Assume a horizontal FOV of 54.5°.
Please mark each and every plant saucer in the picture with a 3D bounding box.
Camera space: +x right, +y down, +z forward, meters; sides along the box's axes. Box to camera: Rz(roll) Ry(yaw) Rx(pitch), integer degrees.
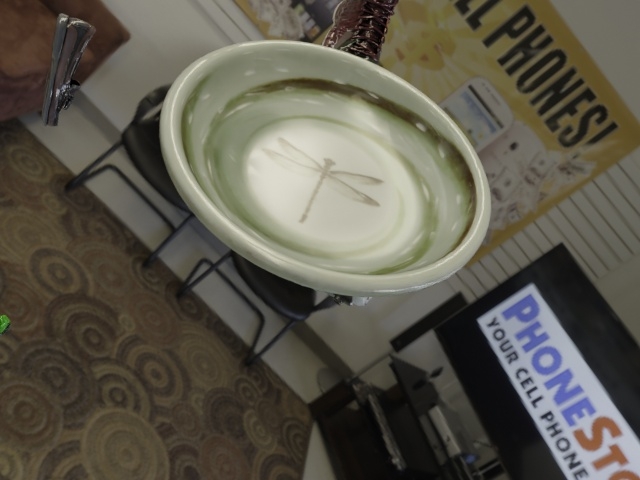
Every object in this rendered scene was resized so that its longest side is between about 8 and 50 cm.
[{"bbox_3d":[0.005,-0.082,0.754,0.401,0.100,0.400,11,48,-13],"label":"plant saucer"}]

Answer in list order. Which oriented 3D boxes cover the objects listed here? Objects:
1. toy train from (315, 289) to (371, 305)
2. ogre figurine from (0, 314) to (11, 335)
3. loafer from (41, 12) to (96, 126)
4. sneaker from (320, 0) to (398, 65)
[{"bbox_3d":[0.000,0.000,1.196,0.334,0.190,0.142,29,-22,30],"label":"toy train"},{"bbox_3d":[-0.727,0.219,1.246,0.097,0.118,0.197,39,29,-11],"label":"ogre figurine"},{"bbox_3d":[-0.657,-0.427,1.612,0.095,0.302,0.109,8,30,-27],"label":"loafer"},{"bbox_3d":[0.080,-0.378,1.061,0.107,0.162,0.281,21,49,-21],"label":"sneaker"}]
